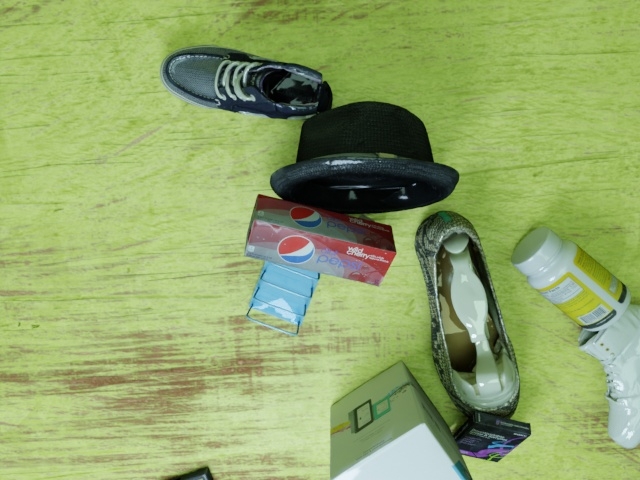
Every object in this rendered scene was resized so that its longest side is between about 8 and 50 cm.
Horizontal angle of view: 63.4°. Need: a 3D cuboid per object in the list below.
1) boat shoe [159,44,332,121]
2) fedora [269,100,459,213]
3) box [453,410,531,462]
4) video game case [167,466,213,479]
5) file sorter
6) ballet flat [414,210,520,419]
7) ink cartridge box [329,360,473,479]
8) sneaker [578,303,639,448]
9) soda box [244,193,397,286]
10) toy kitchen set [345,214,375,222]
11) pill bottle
[{"bbox_3d":[-0.143,-0.299,0.958,0.340,0.158,0.127,8,98,-1],"label":"boat shoe"},{"bbox_3d":[0.077,-0.151,0.935,0.333,0.334,0.153,1,78,0],"label":"fedora"},{"bbox_3d":[0.346,0.411,1.077,0.116,0.029,0.162,13,136,-1],"label":"box"},{"bbox_3d":[-0.320,0.672,1.161,0.248,0.035,0.275,-19,97,3],"label":"video game case"},{"bbox_3d":[-0.066,0.087,1.041,0.118,0.104,0.170,21,97,-3],"label":"file sorter"},{"bbox_3d":[0.294,0.180,1.014,0.164,0.182,0.483,-16,98,4],"label":"ballet flat"},{"bbox_3d":[0.150,0.408,1.002,0.197,0.270,0.198,-35,97,6],"label":"ink cartridge box"},{"bbox_3d":[0.601,0.265,1.070,0.169,0.108,0.293,16,88,0],"label":"sneaker"},{"bbox_3d":[0.000,0.000,0.946,0.263,0.083,0.092,13,127,-12],"label":"soda box"},{"bbox_3d":[0.060,-0.009,1.068,0.068,0.075,0.083,33,59,31],"label":"toy kitchen set"},{"bbox_3d":[0.492,0.074,1.030,0.208,0.119,0.119,39,96,-5],"label":"pill bottle"}]
